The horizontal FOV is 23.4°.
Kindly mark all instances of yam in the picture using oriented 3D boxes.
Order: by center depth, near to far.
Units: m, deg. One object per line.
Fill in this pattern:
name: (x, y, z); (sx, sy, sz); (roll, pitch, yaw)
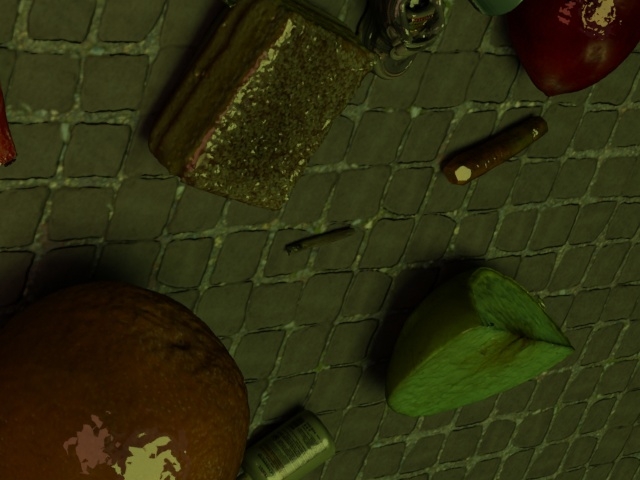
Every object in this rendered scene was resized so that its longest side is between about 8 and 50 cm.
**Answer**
yam: (0.000, 0.000, 2.007); (0.107, 0.014, 0.014); (-17, 133, -30)

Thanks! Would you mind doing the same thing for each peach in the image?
peach: (0.320, -0.296, 1.940); (0.154, 0.159, 0.267); (6, 120, -37)

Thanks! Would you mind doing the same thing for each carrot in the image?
carrot: (0.240, -0.125, 2.097); (0.170, 0.042, 0.042); (-30, 138, -23)

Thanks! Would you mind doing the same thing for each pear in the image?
pear: (0.191, 0.155, 2.224); (0.239, 0.139, 0.288); (-44, 148, 22)

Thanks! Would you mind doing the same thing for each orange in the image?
orange: (-0.258, 0.226, 1.747); (0.357, 0.322, 0.322); (-47, 142, 19)

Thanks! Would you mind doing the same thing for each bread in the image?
bread: (-0.069, -0.163, 1.739); (0.184, 0.110, 0.234); (17, 113, -51)

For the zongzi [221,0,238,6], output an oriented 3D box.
zongzi: (-0.103, -0.321, 1.618); (0.109, 0.055, 0.119); (-51, 130, 2)

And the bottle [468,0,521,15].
bottle: (0.152, -0.362, 1.781); (0.082, 0.082, 0.286); (-48, 141, 3)

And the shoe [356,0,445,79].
shoe: (0.104, -0.261, 1.816); (0.089, 0.092, 0.180); (-21, 134, -29)

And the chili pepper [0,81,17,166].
chili pepper: (-0.348, -0.130, 1.550); (0.070, 0.073, 0.123); (-70, 166, -46)

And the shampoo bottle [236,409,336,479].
shampoo bottle: (-0.061, 0.311, 2.164); (0.162, 0.079, 0.079); (-34, 139, -14)
